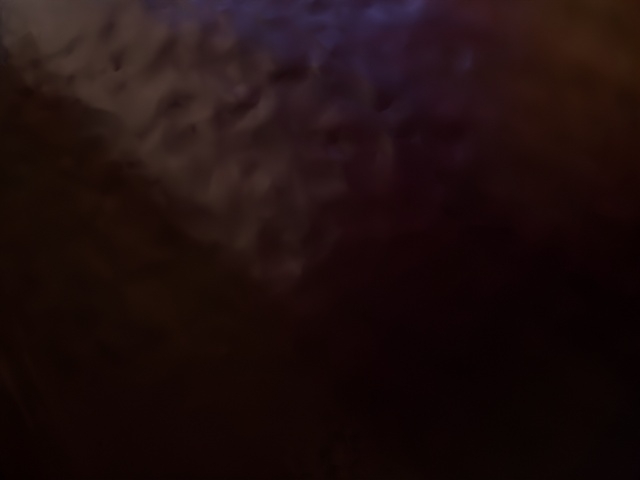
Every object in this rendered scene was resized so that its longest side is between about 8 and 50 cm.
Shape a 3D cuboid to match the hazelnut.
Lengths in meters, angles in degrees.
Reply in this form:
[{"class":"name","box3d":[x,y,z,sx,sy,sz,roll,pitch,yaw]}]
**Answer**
[{"class":"hazelnut","box3d":[0.000,0.000,0.438,0.208,0.208,0.208,-24,41,23]}]
